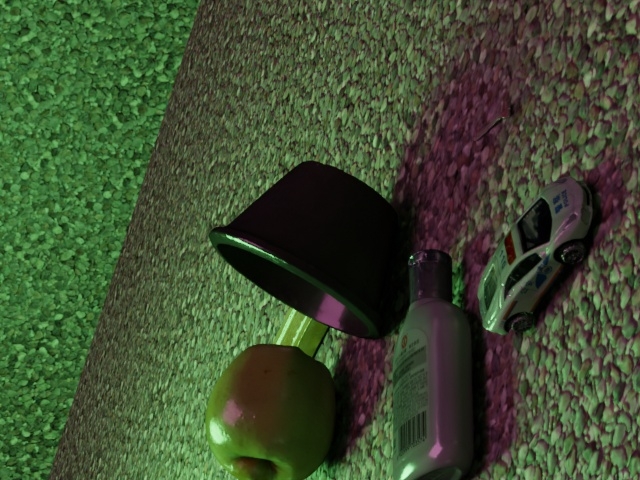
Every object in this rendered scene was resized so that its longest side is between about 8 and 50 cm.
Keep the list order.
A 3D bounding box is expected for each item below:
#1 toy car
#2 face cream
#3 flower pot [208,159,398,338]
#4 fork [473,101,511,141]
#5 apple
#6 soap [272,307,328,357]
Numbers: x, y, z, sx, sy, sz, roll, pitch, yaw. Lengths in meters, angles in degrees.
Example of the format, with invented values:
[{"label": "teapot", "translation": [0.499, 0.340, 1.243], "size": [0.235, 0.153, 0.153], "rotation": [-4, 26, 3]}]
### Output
[{"label": "toy car", "translation": [0.226, 0.015, 1.674], "size": [0.095, 0.056, 0.205], "rotation": [-94, 24, -44]}, {"label": "face cream", "translation": [0.129, 0.149, 1.836], "size": [0.144, 0.071, 0.291], "rotation": [131, 146, -52]}, {"label": "flower pot", "translation": [0.000, 0.000, 2.100], "size": [0.166, 0.269, 0.269], "rotation": [-60, 16, -11]}, {"label": "fork", "translation": [0.211, -0.144, 1.895], "size": [0.115, 0.012, 0.016], "rotation": [130, 152, -63]}, {"label": "apple", "translation": [-0.066, 0.243, 2.174], "size": [0.200, 0.200, 0.200], "rotation": [-167, 90, -71]}, {"label": "soap", "translation": [-0.013, 0.108, 2.331], "size": [0.092, 0.037, 0.252], "rotation": [-102, 31, -50]}]
